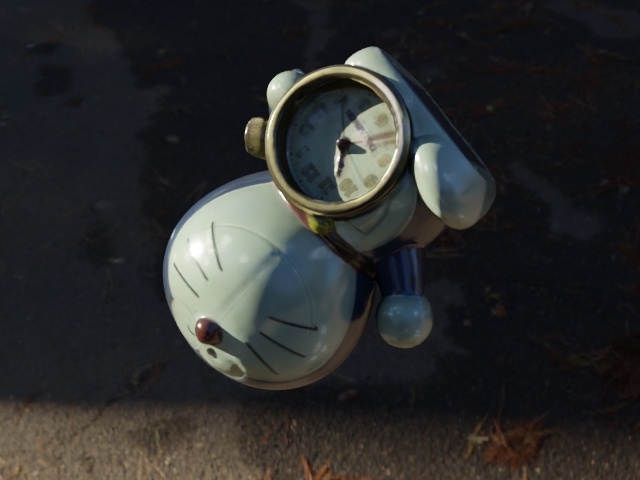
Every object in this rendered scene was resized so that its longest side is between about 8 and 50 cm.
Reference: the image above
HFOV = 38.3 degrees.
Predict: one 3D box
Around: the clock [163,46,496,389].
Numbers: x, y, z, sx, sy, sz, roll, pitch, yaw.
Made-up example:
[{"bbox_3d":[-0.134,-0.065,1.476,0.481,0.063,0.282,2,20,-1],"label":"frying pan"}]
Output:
[{"bbox_3d":[0.000,0.000,0.646,0.199,0.243,0.146,51,17,12],"label":"clock"}]
